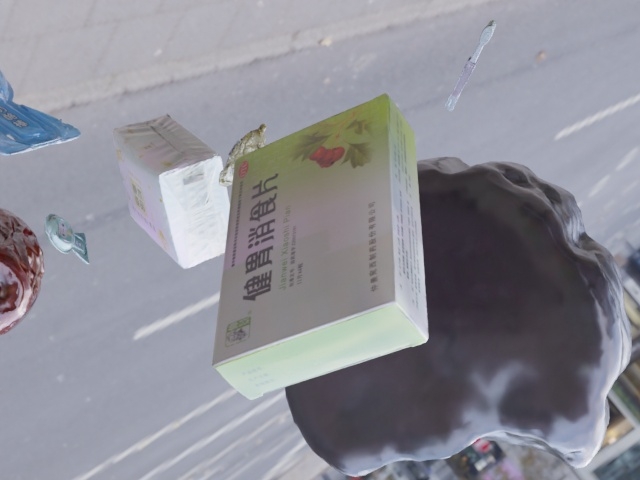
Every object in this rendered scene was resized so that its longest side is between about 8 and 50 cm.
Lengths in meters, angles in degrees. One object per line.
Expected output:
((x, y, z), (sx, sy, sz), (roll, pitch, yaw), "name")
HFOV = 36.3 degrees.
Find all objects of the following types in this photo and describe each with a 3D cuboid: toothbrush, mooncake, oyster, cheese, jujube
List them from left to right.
((-0.393, -0.164, 1.096), (0.135, 0.244, 0.052), (-30, 147, -54), "cheese")
((-0.438, 0.046, 1.235), (0.190, 0.190, 0.255), (-33, -165, -20), "jujube")
((-0.414, -0.005, 1.588), (0.026, 0.067, 0.120), (-19, 154, 14), "cheese")
((-0.097, -0.106, 1.298), (0.081, 0.038, 0.083), (-52, 171, -41), "oyster")
((0.153, 0.084, 1.100), (0.212, 0.381, 0.351), (-16, 111, -65), "mooncake")
((0.202, -0.233, 1.324), (0.017, 0.014, 0.194), (-57, 175, -28), "toothbrush")

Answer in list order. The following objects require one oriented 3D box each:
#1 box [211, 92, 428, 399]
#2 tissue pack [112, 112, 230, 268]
((0.000, -0.001, 0.876), (0.175, 0.260, 0.062), (-21, 133, 22), "box")
((-0.250, -0.086, 1.659), (0.124, 0.225, 0.185), (-20, 123, -24), "tissue pack")
